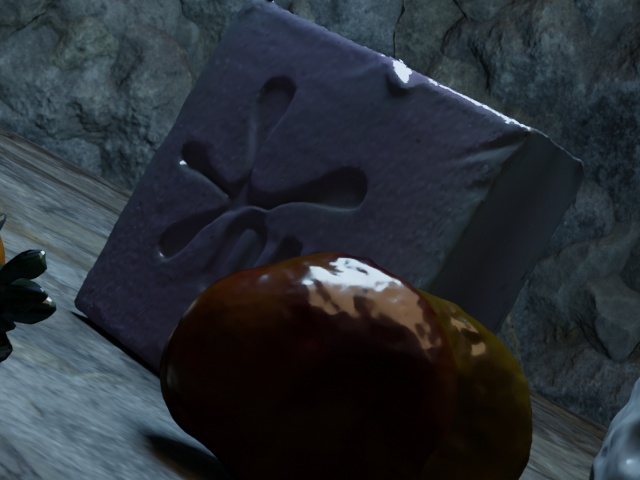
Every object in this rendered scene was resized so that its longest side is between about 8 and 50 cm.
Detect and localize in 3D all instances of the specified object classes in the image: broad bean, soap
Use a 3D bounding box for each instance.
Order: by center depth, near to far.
[{"bbox_3d":[0.019,0.093,0.922,0.229,0.156,0.122,23,-24,-2],"label":"broad bean"},{"bbox_3d":[0.000,0.000,1.118,0.296,0.285,0.107,29,0,38],"label":"soap"}]

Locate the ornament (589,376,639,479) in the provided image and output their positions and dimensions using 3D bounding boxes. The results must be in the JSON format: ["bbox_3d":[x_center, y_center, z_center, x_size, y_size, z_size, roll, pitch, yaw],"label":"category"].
[{"bbox_3d":[0.330,0.173,0.931,0.337,0.337,0.337,29,2,-1],"label":"ornament"}]

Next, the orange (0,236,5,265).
[{"bbox_3d":[-0.213,0.012,0.845,0.084,0.083,0.083,29,2,-1],"label":"orange"}]

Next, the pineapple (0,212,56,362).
[{"bbox_3d":[-0.222,0.006,0.704,0.221,0.103,0.083,27,36,-50],"label":"pineapple"}]
